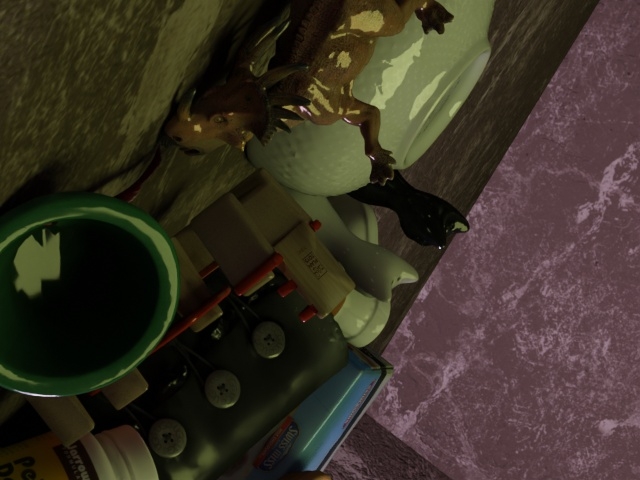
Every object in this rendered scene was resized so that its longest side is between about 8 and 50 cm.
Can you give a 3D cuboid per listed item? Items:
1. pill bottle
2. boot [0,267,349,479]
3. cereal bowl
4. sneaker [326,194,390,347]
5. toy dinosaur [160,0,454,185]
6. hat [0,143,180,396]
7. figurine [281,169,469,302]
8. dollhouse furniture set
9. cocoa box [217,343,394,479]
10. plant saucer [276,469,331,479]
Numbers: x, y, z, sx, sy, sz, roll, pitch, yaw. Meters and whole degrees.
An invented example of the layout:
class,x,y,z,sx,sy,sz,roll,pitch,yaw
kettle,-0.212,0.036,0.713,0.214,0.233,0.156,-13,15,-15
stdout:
class,x,y,z,sx,sy,sz,roll,pitch,yaw
pill bottle,-0.256,0.236,1.451,0.215,0.117,0.117,-18,154,-27
boot,-0.123,0.244,1.685,0.146,0.367,0.445,-18,-158,49
cereal bowl,0.077,-0.178,1.723,0.339,0.141,0.339,-51,172,-11
sneaker,0.000,0.000,1.964,0.106,0.123,0.290,-49,-150,18
toy dinosaur,0.002,-0.179,1.442,0.200,0.127,0.296,31,82,-53
hat,-0.217,0.010,1.318,0.208,0.183,0.173,14,108,-33
figurine,0.046,-0.031,1.884,0.215,0.209,0.092,-43,166,-47
dollhouse furniture set,-0.111,0.064,1.471,0.259,0.135,0.262,-36,-177,31
cocoa box,-0.114,0.224,1.958,0.347,0.231,0.228,-54,167,4
plant saucer,-0.065,0.332,1.832,0.200,0.037,0.200,-44,160,-21
